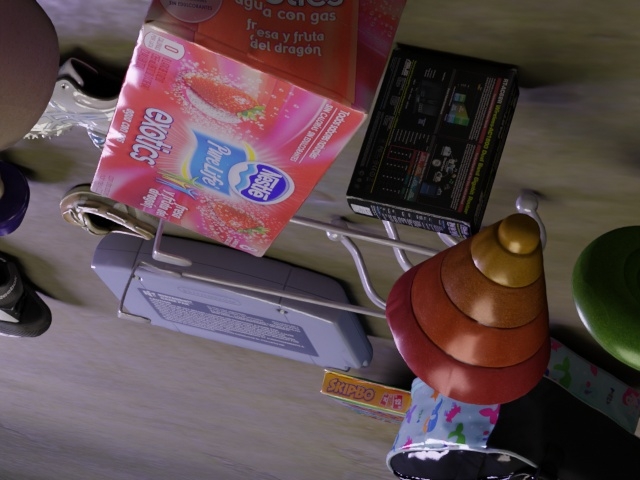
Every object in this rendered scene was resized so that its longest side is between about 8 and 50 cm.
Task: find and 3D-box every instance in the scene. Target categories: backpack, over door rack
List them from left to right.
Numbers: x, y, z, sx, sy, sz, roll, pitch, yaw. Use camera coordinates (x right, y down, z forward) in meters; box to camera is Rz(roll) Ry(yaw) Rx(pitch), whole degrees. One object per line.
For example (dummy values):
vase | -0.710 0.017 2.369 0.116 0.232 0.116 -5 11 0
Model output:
over door rack | 0.000 0.000 1.260 0.324 0.108 0.239 2 164 -14
backpack | 0.203 0.212 1.542 0.225 0.191 0.253 31 149 -23

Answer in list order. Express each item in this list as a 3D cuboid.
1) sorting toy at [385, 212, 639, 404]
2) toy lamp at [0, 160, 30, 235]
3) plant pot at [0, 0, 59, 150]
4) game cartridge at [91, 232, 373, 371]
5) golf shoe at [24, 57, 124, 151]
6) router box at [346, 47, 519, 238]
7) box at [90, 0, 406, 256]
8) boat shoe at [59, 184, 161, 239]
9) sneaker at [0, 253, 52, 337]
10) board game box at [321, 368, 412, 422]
sorting toy | 0.231 0.014 1.009 0.366 0.127 0.126 -6 145 -19
toy lamp | -0.335 -0.075 1.453 0.080 0.080 0.274 19 158 1
plant pot | -0.326 -0.156 1.047 0.256 0.256 0.274 4 171 36
game cartridge | -0.098 0.066 1.638 0.297 0.062 0.198 12 155 18
golf shoe | -0.219 -0.130 1.255 0.176 0.069 0.086 11 138 13
router box | 0.081 -0.069 1.032 0.092 0.122 0.038 13 164 17
box | -0.050 -0.118 0.982 0.142 0.154 0.300 22 158 -8
boat shoe | -0.221 -0.024 1.518 0.153 0.048 0.056 2 153 39
sneaker | -0.418 0.065 1.880 0.106 0.078 0.234 4 153 41
board game box | 0.085 0.199 1.775 0.124 0.039 0.259 13 168 16
